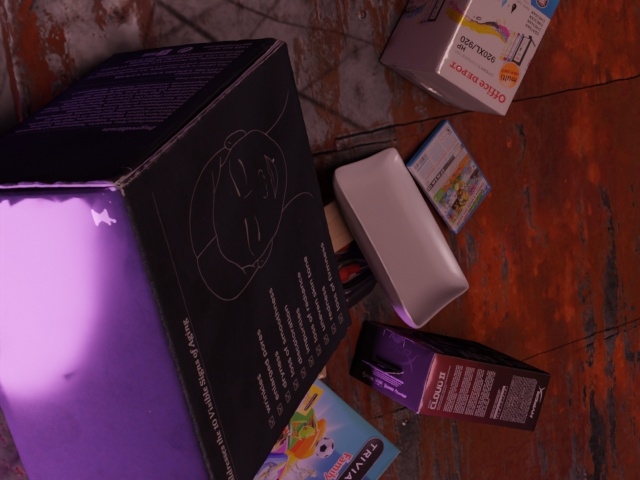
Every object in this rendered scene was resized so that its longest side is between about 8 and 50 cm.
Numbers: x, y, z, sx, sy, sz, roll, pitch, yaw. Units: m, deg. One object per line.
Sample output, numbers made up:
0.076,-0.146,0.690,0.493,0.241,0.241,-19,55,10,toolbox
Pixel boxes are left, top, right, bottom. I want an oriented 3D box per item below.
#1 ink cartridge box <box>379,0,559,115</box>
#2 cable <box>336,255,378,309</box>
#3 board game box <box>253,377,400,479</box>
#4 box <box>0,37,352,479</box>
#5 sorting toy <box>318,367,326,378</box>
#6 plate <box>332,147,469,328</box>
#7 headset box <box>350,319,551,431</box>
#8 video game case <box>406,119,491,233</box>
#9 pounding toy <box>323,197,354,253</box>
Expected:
0.249,-0.351,2.016,0.171,0.168,0.232,27,88,-33,ink cartridge box
0.081,0.038,2.066,0.287,0.072,0.139,-36,142,-27,cable
-0.058,0.352,2.044,0.254,0.079,0.336,-50,120,-7,board game box
-0.208,0.039,1.624,0.472,0.297,0.480,-55,137,-55,box
-0.018,0.226,2.086,0.062,0.012,0.083,-12,107,-25,sorting toy
0.123,-0.006,1.973,0.277,0.045,0.278,63,26,0,plate
0.211,0.230,2.099,0.293,0.218,0.110,13,94,-33,headset box
0.228,-0.112,2.138,0.119,0.015,0.166,-51,121,-24,video game case
0.000,0.000,1.985,0.130,0.141,0.100,-34,96,-24,pounding toy
